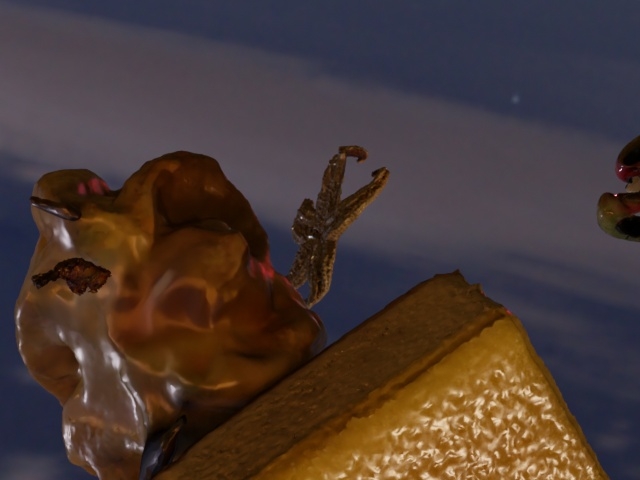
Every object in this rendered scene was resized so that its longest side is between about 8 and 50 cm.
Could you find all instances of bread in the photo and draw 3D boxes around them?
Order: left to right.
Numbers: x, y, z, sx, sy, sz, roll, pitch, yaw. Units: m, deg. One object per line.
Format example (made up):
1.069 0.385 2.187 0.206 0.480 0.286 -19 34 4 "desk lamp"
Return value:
0.073 0.244 1.397 0.333 0.324 0.143 -34 -160 -13 "bread"

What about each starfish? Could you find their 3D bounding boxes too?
-0.008 -0.005 1.779 0.053 0.210 0.150 32 -161 -24 "starfish"

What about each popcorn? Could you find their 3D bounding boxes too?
-0.126 0.077 1.511 0.297 0.316 0.281 4 -174 32 "popcorn"

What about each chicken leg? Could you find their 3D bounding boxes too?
-0.197 0.027 1.357 0.083 0.036 0.021 9 -132 -61 "chicken leg"

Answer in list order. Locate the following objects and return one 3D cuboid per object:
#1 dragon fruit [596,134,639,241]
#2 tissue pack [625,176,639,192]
0.414 -0.074 1.581 0.272 0.218 0.198 -8 180 34 "dragon fruit"
0.420 -0.027 1.825 0.170 0.103 0.090 47 167 -28 "tissue pack"
